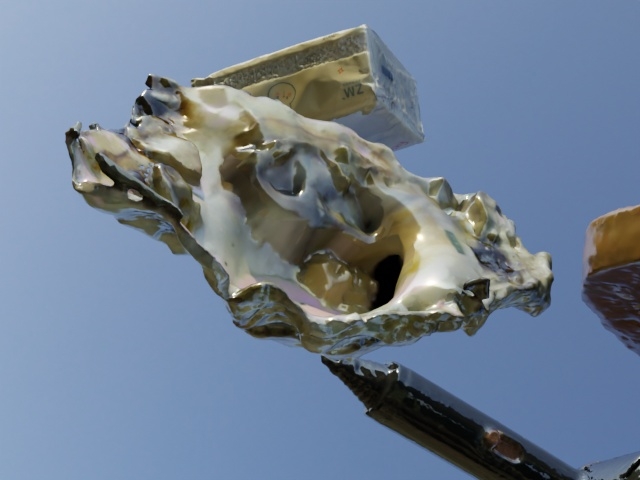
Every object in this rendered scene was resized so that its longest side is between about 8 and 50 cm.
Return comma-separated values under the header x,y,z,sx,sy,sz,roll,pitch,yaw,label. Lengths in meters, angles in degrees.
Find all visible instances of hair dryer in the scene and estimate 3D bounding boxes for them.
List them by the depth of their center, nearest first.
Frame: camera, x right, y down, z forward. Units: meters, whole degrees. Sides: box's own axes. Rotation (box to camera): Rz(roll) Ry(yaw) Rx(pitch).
x,y,z,sx,sy,sz,roll,pitch,yaw,label
0.156,0.181,0.991,0.352,0.107,0.189,31,-30,-12,hair dryer

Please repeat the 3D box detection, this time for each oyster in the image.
x,y,z,sx,sy,sz,roll,pitch,yaw,label
-0.001,0.004,0.759,0.201,0.354,0.107,-95,-152,-54,oyster

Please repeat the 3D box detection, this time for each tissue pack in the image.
x,y,z,sx,sy,sz,roll,pitch,yaw,label
-0.012,-0.129,1.181,0.196,0.148,0.092,-13,-110,22,tissue pack

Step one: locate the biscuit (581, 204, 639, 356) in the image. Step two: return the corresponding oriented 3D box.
x,y,z,sx,sy,sz,roll,pitch,yaw,label
0.378,0.064,0.812,0.365,0.385,0.062,-1,-116,49,biscuit
